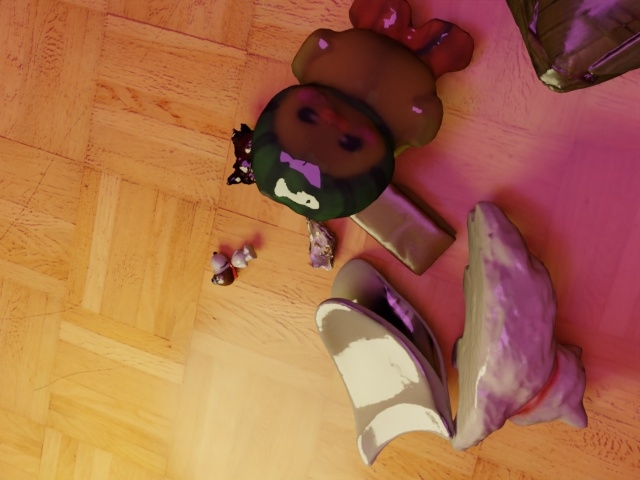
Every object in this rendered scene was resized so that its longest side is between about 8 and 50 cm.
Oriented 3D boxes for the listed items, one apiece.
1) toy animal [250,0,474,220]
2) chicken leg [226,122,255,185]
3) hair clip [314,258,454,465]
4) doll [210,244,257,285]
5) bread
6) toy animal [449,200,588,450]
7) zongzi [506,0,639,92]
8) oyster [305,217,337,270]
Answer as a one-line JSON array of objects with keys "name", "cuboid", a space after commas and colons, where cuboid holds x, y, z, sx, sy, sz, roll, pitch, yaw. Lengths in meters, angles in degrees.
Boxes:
[{"name": "toy animal", "cuboid": [0.042, -0.164, 1.244, 0.216, 0.338, 0.191, 32, 154, 5]}, {"name": "chicken leg", "cuboid": [-0.050, -0.148, 1.390, 0.234, 0.063, 0.105, -22, 99, 21]}, {"name": "hair clip", "cuboid": [0.085, 0.169, 1.381, 0.172, 0.113, 0.282, -30, 89, 37]}, {"name": "doll", "cuboid": [-0.138, 0.041, 1.479, 0.085, 0.040, 0.058, -11, 88, 23]}, {"name": "bread", "cuboid": [0.087, -0.052, 1.351, 0.226, 0.049, 0.088, 42, 115, -2]}, {"name": "toy animal", "cuboid": [0.280, 0.112, 1.286, 0.188, 0.266, 0.308, 3, 61, 6]}, {"name": "zongzi", "cuboid": [0.375, -0.474, 1.052, 0.467, 0.218, 0.500, -27, 81, 24]}, {"name": "oyster", "cuboid": [0.002, 0.000, 1.420, 0.051, 0.034, 0.093, 13, 119, 34]}]
